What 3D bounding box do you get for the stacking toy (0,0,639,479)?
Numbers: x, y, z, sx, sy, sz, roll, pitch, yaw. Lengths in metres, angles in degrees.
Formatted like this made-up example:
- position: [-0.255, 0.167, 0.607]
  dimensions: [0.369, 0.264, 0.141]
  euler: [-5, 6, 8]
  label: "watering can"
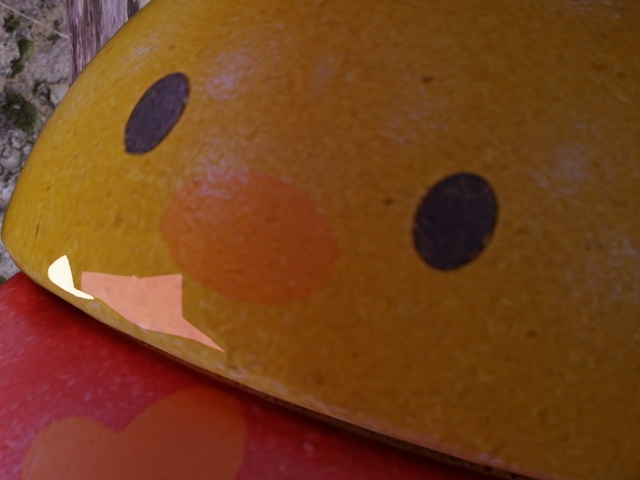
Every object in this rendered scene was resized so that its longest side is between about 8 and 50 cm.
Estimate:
- position: [0.014, 0.042, 0.422]
  dimensions: [0.350, 0.350, 0.480]
  euler: [-145, 69, -75]
  label: "stacking toy"
